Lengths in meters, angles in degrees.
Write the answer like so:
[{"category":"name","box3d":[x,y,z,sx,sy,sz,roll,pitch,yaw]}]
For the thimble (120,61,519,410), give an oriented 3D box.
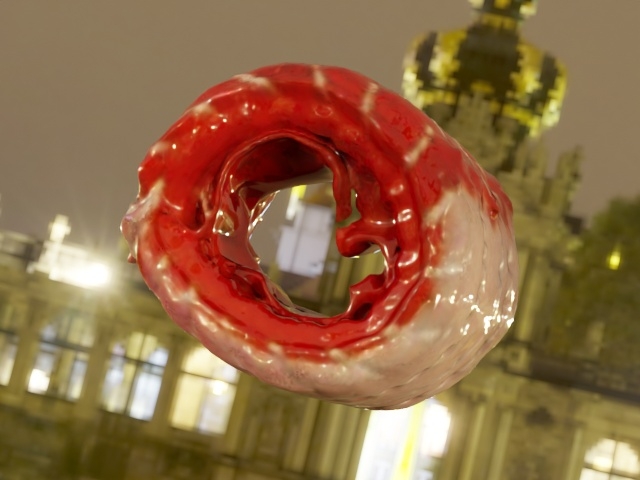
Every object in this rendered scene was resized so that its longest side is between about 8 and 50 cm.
[{"category":"thimble","box3d":[0.007,-0.001,0.786,0.189,0.163,0.125,26,0,20]}]
